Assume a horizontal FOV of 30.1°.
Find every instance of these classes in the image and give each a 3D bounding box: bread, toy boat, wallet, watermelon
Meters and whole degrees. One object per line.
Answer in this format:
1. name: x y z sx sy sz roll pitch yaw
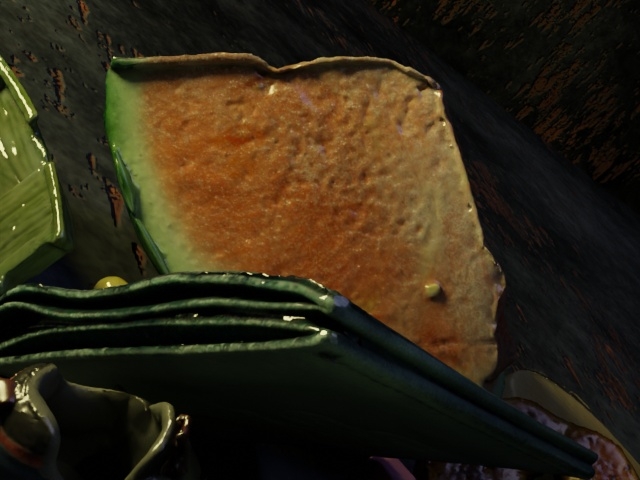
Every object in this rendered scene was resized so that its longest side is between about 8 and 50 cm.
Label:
1. bread: 0.155 0.210 0.891 0.193 0.193 0.064 52 -23 24
2. toy boat: -0.238 -0.079 0.804 0.293 0.093 0.055 55 3 30
3. wallet: -0.022 0.082 0.680 0.251 0.290 0.054 28 66 -45
4. watermelon: 0.004 0.033 0.892 0.319 0.292 0.222 85 -2 -49

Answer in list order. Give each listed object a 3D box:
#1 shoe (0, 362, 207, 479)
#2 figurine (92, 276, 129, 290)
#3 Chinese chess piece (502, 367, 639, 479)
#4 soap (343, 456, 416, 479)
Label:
1. shoe: -0.095 0.123 0.601 0.228 0.125 0.099 31 19 -28
2. figurine: -0.131 0.053 0.797 0.083 0.050 0.047 33 16 -30
3. Chinese chess piece: 0.217 0.231 1.050 0.251 0.097 0.251 39 19 -16
4. soap: 0.045 0.199 0.733 0.122 0.065 0.203 49 4 9
